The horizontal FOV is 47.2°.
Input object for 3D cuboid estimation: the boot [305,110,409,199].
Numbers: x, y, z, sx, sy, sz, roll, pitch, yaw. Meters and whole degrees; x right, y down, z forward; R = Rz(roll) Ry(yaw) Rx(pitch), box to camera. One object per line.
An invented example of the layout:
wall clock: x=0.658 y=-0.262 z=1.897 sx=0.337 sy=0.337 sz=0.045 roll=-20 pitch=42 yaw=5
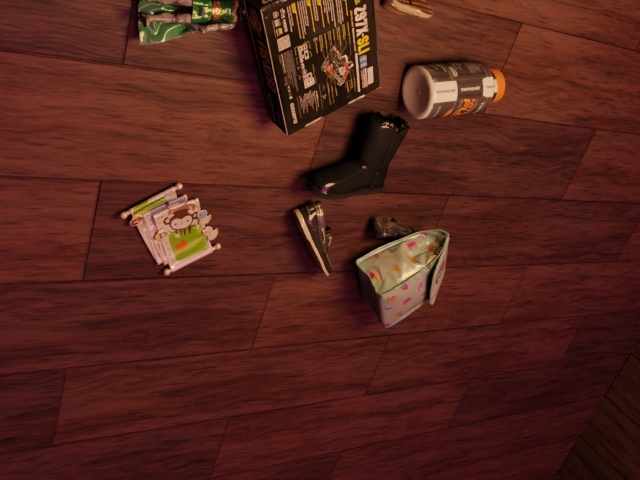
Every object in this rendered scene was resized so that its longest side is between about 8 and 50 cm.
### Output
boot: x=0.090 y=-0.209 z=1.757 sx=0.246 sy=0.094 sz=0.207 roll=-7 pitch=130 yaw=-39

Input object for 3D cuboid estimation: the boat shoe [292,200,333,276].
boat shoe: x=0.000 y=0.000 z=1.861 sx=0.079 sy=0.084 sz=0.233 roll=-30 pitch=131 yaw=-12

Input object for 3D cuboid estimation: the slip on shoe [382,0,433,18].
slip on shoe: x=0.196 y=-0.522 z=1.639 sx=0.135 sy=0.051 sz=0.041 roll=-4 pitch=164 yaw=-42

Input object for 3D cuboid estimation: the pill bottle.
pill bottle: x=0.331 y=-0.369 z=1.781 sx=0.245 sy=0.130 sz=0.130 roll=-12 pitch=128 yaw=-28

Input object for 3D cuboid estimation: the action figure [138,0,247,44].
action figure: x=-0.229 y=-0.440 z=1.392 sx=0.232 sy=0.063 sz=0.137 roll=-11 pitch=125 yaw=-33

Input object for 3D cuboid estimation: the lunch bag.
lunch bag: x=0.246 y=0.093 z=2.030 sx=0.262 sy=0.160 sz=0.223 roll=-29 pitch=150 yaw=-10

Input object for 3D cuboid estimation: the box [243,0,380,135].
box: x=-0.006 y=-0.407 z=1.525 sx=0.257 sy=0.079 sz=0.322 roll=-32 pitch=142 yaw=-16

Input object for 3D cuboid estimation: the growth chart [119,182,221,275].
growth chart: x=-0.328 y=-0.025 z=1.659 sx=0.172 sy=0.021 sz=0.237 roll=-34 pitch=136 yaw=-11

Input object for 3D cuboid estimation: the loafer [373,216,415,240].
loafer: x=0.203 y=-0.035 z=1.995 sx=0.062 sy=0.061 sz=0.170 roll=-18 pitch=169 yaw=34
